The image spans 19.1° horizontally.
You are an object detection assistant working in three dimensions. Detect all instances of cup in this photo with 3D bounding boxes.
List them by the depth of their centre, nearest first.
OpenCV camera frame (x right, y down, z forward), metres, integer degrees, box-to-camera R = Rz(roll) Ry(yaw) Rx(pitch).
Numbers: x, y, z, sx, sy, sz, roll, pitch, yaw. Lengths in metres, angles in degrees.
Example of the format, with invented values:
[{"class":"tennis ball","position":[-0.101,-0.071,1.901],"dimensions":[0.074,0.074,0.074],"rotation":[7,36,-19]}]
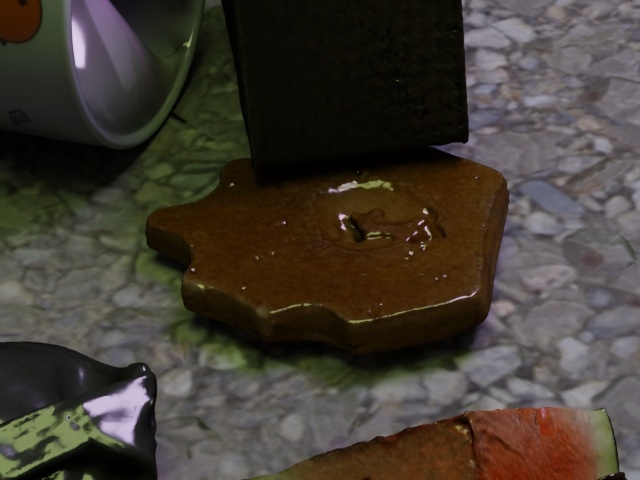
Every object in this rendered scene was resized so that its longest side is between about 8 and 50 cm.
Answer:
[{"class":"cup","position":[-0.259,-0.185,1.246],"dimensions":[0.317,0.212,0.212],"rotation":[9,42,17]}]

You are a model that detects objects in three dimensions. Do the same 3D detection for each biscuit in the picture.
[{"class":"biscuit","position":[0.000,0.002,1.133],"dimensions":[0.215,0.034,0.182],"rotation":[3,38,12]}]

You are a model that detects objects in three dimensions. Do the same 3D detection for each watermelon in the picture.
[{"class":"watermelon","position":[0.071,0.157,0.907],"dimensions":[0.193,0.137,0.145],"rotation":[-12,75,-8]}]

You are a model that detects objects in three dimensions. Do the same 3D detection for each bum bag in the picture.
[{"class":"bum bag","position":[-0.228,0.086,1.031],"dimensions":[0.326,0.080,0.142],"rotation":[15,36,26]}]

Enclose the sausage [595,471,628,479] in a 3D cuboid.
[{"class":"sausage","position":[0.013,0.179,0.826],"dimensions":[0.302,0.076,0.103],"rotation":[-18,55,25]}]

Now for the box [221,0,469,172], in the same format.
[{"class":"box","position":[0.004,-0.188,1.218],"dimensions":[0.143,0.184,0.273],"rotation":[-7,31,-3]}]
